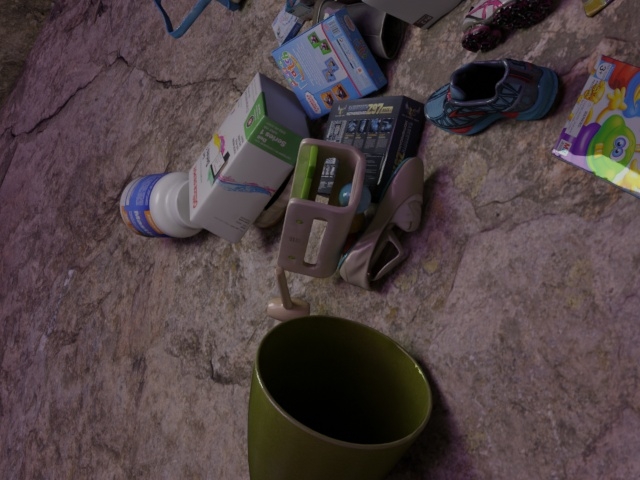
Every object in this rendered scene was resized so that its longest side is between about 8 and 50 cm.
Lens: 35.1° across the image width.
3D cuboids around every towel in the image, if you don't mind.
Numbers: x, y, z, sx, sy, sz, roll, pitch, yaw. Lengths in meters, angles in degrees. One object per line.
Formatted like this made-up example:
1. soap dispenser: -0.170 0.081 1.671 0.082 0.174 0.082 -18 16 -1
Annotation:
1. towel: 0.410 -0.366 1.464 0.083 0.009 0.060 -37 46 43

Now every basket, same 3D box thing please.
1. basket: -0.294 -0.651 2.476 0.289 0.201 0.255 -49 39 16

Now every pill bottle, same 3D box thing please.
1. pill bottle: -0.342 -0.081 2.328 0.272 0.152 0.152 1 76 57

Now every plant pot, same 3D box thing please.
1. plant pot: -0.004 0.316 1.571 0.275 0.274 0.294 -116 37 -47

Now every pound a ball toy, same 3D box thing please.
1. pound a ball toy: 0.000 0.000 1.727 0.319 0.135 0.208 104 177 -64

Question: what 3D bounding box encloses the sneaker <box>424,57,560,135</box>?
1. sneaker: 0.236 -0.237 1.556 0.261 0.125 0.104 -8 68 55

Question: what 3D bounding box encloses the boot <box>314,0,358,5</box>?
1. boot: 0.043 -0.572 2.035 0.207 0.090 0.249 -41 48 37

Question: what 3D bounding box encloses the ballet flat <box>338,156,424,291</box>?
1. ballet flat: 0.121 -0.019 1.688 0.248 0.086 0.086 -60 35 22

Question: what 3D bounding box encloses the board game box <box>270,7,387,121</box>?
1. board game box: 0.013 -0.330 1.926 0.039 0.160 0.211 -39 13 -37

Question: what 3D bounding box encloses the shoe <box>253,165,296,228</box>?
1. shoe: -0.085 -0.092 2.033 0.219 0.058 0.077 -36 48 43

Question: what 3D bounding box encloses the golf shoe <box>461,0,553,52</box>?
1. golf shoe: 0.289 -0.369 1.593 0.186 0.067 0.086 -21 57 51

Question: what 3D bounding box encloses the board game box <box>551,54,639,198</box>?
1. board game box: 0.431 -0.101 1.184 0.275 0.144 0.142 40 109 55

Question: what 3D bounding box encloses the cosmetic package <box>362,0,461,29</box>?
1. cosmetic package: 0.168 -0.499 1.757 0.151 0.151 0.184 -35 49 46

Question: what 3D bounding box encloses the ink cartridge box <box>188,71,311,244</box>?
1. ink cartridge box: -0.148 -0.164 2.028 0.278 0.117 0.201 -52 26 24

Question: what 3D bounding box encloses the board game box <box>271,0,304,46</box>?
1. board game box: -0.069 -0.482 2.229 0.090 0.020 0.090 -51 39 30

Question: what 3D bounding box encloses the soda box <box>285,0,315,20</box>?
1. soda box: -0.025 -0.567 2.162 0.058 0.063 0.183 -16 62 53

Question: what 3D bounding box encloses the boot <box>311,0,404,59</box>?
1. boot: 0.068 -0.370 1.930 0.208 0.076 0.190 22 121 39

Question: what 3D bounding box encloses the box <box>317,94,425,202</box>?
1. box: 0.080 -0.163 1.818 0.232 0.059 0.184 7 82 58
